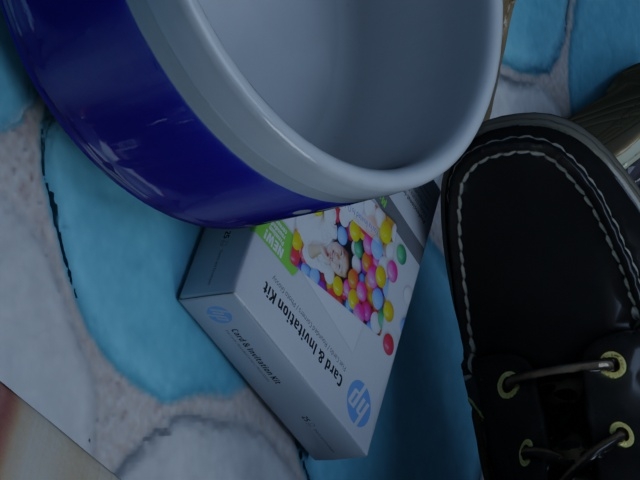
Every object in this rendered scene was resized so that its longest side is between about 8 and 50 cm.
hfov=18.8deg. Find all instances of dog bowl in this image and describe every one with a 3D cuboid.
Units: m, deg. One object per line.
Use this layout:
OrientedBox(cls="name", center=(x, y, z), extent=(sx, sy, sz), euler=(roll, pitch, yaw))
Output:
OrientedBox(cls="dog bowl", center=(-0.029, -0.141, 0.912), extent=(0.265, 0.104, 0.265), euler=(20, 63, -46))

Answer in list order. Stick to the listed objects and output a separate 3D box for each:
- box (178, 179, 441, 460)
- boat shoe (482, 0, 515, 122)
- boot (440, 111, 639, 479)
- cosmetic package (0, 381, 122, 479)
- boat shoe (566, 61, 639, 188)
OrientedBox(cls="box", center=(0.000, 0.000, 1.034), extent=(0.145, 0.038, 0.186), euler=(54, 43, -38))
OrientedBox(cls="boat shoe", center=(0.089, -0.210, 1.154), extent=(0.121, 0.110, 0.341), euler=(27, 61, -54))
OrientedBox(cls="boot", center=(0.132, 0.135, 1.020), extent=(0.284, 0.138, 0.377), euler=(-45, 125, -70))
OrientedBox(cls="cosmetic package", center=(-0.128, 0.158, 0.698), extent=(0.296, 0.129, 0.153), euler=(47, 47, -44))
OrientedBox(cls="boat shoe", center=(0.237, -0.066, 1.384), extent=(0.285, 0.102, 0.092), euler=(-40, 114, -61))
